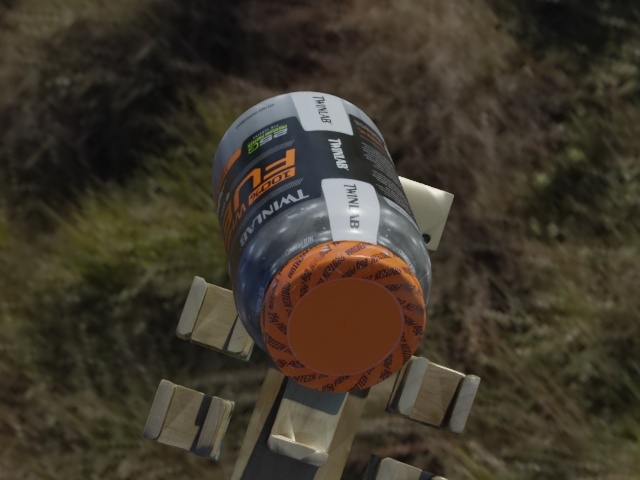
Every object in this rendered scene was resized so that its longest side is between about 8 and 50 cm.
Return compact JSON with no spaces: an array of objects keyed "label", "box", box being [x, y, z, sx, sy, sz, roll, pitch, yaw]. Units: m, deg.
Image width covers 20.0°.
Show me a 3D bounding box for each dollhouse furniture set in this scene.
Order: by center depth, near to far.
[{"label":"dollhouse furniture set","box":[0.006,0.074,1.332,0.212,0.161,0.242,19,84,-1]}]

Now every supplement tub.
[{"label":"supplement tub","box":[0.000,0.000,1.081,0.117,0.117,0.190,-35,30,10]}]
